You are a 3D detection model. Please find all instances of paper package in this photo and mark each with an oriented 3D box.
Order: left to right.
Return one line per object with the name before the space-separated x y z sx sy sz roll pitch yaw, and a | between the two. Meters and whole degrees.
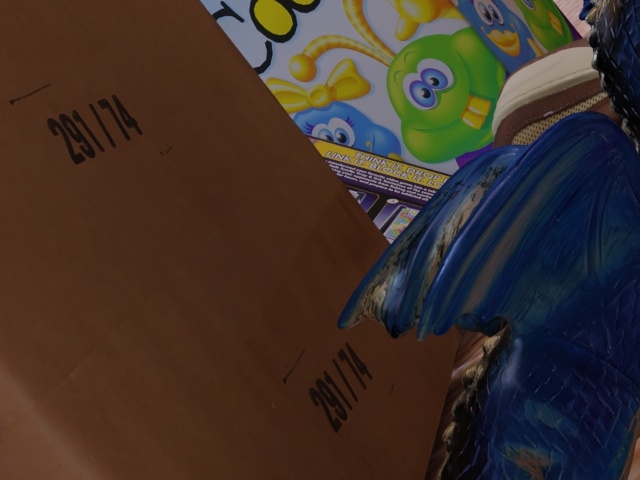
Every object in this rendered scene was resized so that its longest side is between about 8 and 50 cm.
paper package | -0.109 0.032 0.505 0.168 0.309 0.325 -35 10 19

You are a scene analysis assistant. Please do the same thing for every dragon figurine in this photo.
dragon figurine | 0.063 0.018 0.382 0.289 0.144 0.085 -42 8 -13

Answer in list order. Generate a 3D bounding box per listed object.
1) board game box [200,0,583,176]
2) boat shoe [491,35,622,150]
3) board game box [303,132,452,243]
board game box | 0.041 -0.131 0.832 0.142 0.275 0.144 -36 9 31
boat shoe | 0.169 -0.051 0.553 0.257 0.095 0.095 -28 38 52
board game box | 0.000 0.000 0.741 0.141 0.170 0.048 -49 -29 -53
